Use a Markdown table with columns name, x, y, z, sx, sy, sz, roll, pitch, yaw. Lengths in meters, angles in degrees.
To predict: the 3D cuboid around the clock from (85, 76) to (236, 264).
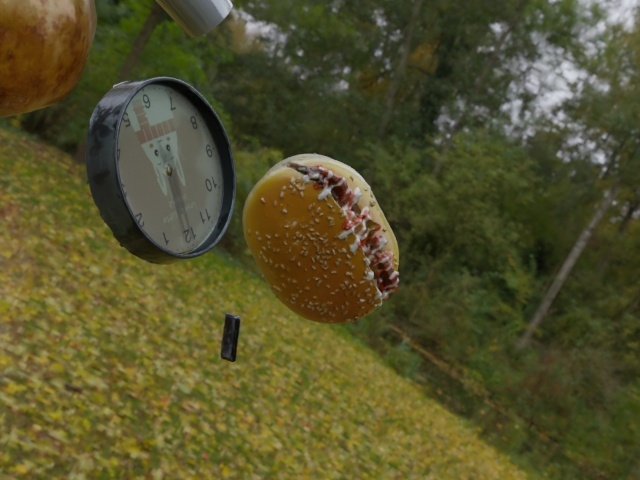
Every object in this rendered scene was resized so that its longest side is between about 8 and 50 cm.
| name | x | y | z | sx | sy | sz | roll | pitch | yaw |
| --- | --- | --- | --- | --- | --- | --- | --- | --- | --- |
| clock | -0.309 | -0.143 | 1.730 | 0.076 | 0.386 | 0.386 | -7 | -19 | 31 |

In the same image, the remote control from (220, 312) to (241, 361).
| name | x | y | z | sx | sy | sz | roll | pitch | yaw |
| --- | --- | --- | --- | --- | --- | --- | --- | --- | --- |
| remote control | -0.181 | 0.194 | 1.699 | 0.039 | 0.096 | 0.014 | 14 | 10 | 27 |

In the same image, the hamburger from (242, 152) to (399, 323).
| name | x | y | z | sx | sy | sz | roll | pitch | yaw |
| --- | --- | --- | --- | --- | --- | --- | --- | --- | --- |
| hamburger | 0.000 | 0.000 | 1.409 | 0.295 | 0.227 | 0.151 | 60 | 10 | -26 |

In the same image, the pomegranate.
| name | x | y | z | sx | sy | sz | roll | pitch | yaw |
| --- | --- | --- | --- | --- | --- | --- | --- | --- | --- |
| pomegranate | -0.355 | -0.251 | 0.925 | 0.248 | 0.248 | 0.248 | 30 | 3 | -1 |

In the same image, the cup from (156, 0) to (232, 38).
| name | x | y | z | sx | sy | sz | roll | pitch | yaw |
| --- | --- | --- | --- | --- | --- | --- | --- | --- | --- |
| cup | -0.147 | -0.295 | 0.936 | 0.074 | 0.104 | 0.116 | -4 | -43 | 46 |
